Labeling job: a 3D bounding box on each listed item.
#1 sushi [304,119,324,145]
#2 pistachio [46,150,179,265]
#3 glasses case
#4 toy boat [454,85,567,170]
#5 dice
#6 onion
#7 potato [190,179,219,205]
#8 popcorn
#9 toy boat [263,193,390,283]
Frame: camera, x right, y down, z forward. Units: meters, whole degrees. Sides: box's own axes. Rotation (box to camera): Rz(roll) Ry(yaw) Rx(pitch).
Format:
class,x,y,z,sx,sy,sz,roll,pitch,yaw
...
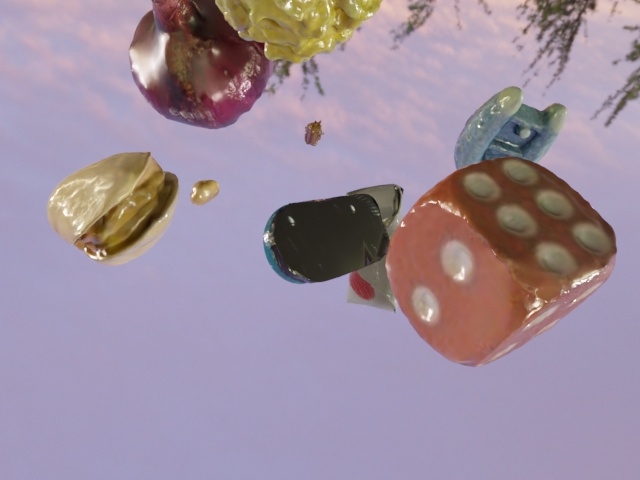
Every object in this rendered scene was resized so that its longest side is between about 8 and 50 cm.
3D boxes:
class,x,y,z,sx,sy,sz,roll,pitch,yaw
sushi,-0.019,-0.365,1.699,0.060,0.118,0.062,-15,-102,-20
pistachio,-0.440,-0.067,1.075,0.320,0.229,0.238,-20,-133,33
glasses case,0.120,0.029,1.126,0.128,0.309,0.083,1,-160,6
toy boat,0.468,-0.235,1.283,0.215,0.330,0.123,16,-121,-12
dice,0.193,0.024,0.561,0.173,0.179,0.175,-18,-117,-27
onion,-0.340,-0.509,1.307,0.397,0.420,0.399,-2,-101,10
potato,-0.295,-0.123,1.276,0.083,0.068,0.063,-16,-95,-35
popcorn,-0.033,-0.360,0.649,0.249,0.250,0.225,8,-174,-4
toy boat,0.000,0.000,0.864,0.298,0.092,0.134,-13,-93,-49
